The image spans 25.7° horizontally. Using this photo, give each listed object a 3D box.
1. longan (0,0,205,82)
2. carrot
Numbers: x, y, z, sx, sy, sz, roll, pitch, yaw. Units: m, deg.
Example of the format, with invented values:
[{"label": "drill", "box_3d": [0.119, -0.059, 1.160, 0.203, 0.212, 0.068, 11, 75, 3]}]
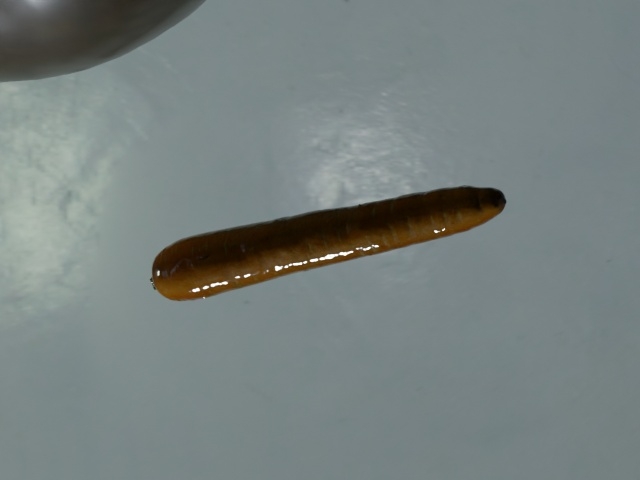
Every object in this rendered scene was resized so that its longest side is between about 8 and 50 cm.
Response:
[{"label": "longan", "box_3d": [-0.160, -0.189, 0.654, 0.300, 0.300, 0.243, -22, 118, 18]}, {"label": "carrot", "box_3d": [0.000, 0.000, 0.892, 0.248, 0.043, 0.043, -12, 88, 21]}]
